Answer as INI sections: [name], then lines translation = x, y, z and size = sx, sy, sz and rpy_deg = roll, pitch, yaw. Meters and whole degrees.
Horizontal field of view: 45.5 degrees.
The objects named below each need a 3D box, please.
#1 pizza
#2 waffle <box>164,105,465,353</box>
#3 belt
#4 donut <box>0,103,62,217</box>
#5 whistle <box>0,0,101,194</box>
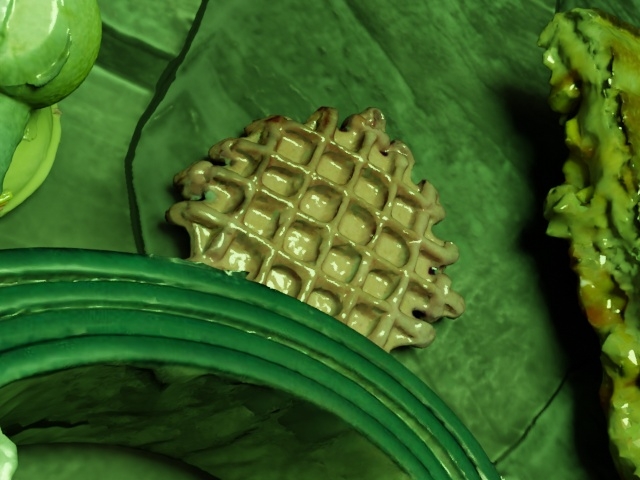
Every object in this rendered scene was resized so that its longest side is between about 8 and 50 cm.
[pizza]
translation = 0.298, 0.051, 0.655
size = 0.440, 0.130, 0.406
rpy_deg = 36, 62, -19
[waffle]
translation = 0.000, 0.000, 0.585
size = 0.234, 0.055, 0.221
rpy_deg = -15, 78, -26
[belt]
translation = -0.089, 0.169, 0.379
size = 0.436, 0.173, 0.300
rpy_deg = 20, 47, -34
[donut]
translation = -0.259, -0.086, 0.500
size = 0.174, 0.068, 0.175
rpy_deg = 8, 70, -22
[whistle]
translation = -0.201, -0.089, 0.444
size = 0.122, 0.123, 0.223
rpy_deg = 17, 90, -17
